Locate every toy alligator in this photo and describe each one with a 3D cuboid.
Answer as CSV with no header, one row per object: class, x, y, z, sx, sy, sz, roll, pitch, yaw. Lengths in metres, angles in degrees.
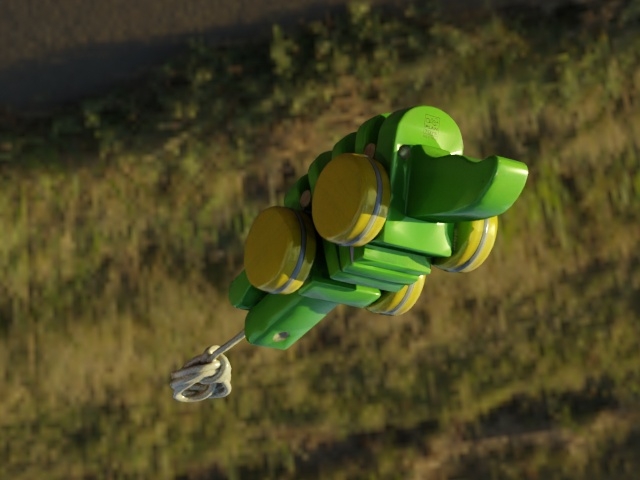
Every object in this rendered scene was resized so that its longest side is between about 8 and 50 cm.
toy alligator,0.000,0.000,0.574,0.056,0.051,0.189,13,149,-33
